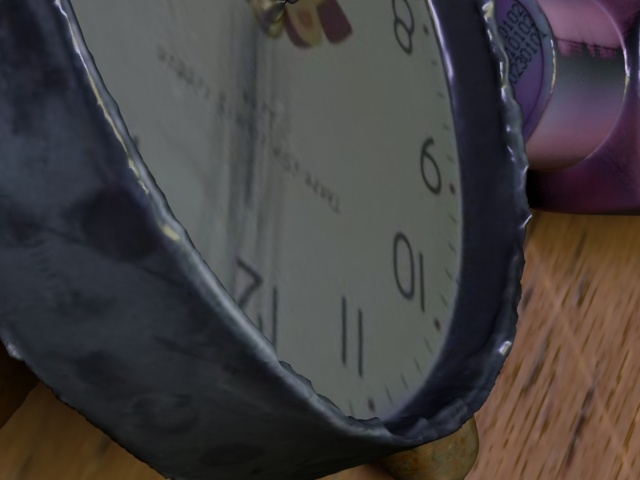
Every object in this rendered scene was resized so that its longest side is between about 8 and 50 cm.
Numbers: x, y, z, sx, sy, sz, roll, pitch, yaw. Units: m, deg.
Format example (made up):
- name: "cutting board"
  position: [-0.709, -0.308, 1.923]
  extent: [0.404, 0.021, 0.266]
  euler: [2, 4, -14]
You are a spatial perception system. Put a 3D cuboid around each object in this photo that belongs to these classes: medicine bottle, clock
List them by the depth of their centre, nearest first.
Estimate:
- name: "clock"
  position: [-0.021, -0.077, 0.467]
  extent: [0.312, 0.061, 0.312]
  euler: [37, 44, -48]
- name: "medicine bottle"
  position: [0.137, -0.071, 0.657]
  extent: [0.188, 0.094, 0.119]
  euler: [0, 91, -41]

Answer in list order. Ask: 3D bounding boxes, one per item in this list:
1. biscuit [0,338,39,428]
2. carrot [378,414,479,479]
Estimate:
- name: "biscuit"
  position: [-0.190, -0.014, 0.410]
  extent: [0.273, 0.049, 0.257]
  euler: [35, 68, -33]
- name: "carrot"
  position: [0.000, 0.000, 0.574]
  extent: [0.049, 0.049, 0.254]
  euler: [-40, 111, -34]
